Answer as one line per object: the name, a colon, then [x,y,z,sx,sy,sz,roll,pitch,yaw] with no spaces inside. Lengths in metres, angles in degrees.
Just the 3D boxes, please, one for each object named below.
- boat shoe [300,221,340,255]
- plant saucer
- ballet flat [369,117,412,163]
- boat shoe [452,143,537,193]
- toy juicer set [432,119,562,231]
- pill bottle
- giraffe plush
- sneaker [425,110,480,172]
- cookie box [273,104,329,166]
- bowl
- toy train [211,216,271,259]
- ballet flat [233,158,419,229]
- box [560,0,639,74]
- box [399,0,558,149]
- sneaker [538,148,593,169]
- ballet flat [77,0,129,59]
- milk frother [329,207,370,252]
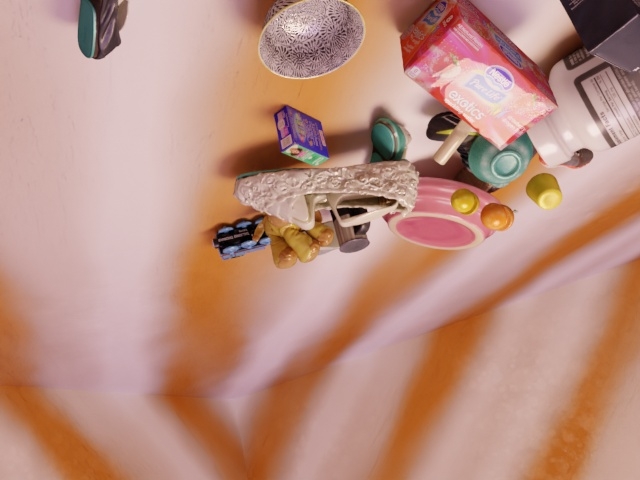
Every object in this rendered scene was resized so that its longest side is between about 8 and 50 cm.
boat shoe: [0.000,0.001,1.714,0.228,0.079,0.081,-13,166,8]
plant saucer: [0.309,-0.057,1.573,0.333,0.084,0.332,12,162,4]
ballet flat: [0.158,-0.209,1.337,0.087,0.083,0.247,-34,161,-15]
boat shoe: [0.444,-0.170,1.540,0.092,0.102,0.285,8,143,-32]
toy juicer set: [0.350,-0.158,1.265,0.209,0.089,0.329,-34,117,20]
pill bottle: [0.591,-0.306,1.181,0.363,0.210,0.210,-28,153,30]
giraffe plush: [-0.084,-0.062,1.424,0.181,0.210,0.170,-40,146,-20]
sneaker: [0.351,-0.207,1.336,0.300,0.111,0.121,4,115,-33]
cookie box: [-0.037,-0.207,1.193,0.040,0.091,0.107,-27,153,33]
bowl: [-0.021,-0.337,0.926,0.170,0.080,0.170,-12,156,-5]
toy train: [-0.193,-0.006,1.580,0.184,0.080,0.105,-15,166,-5]
ballet flat: [0.013,-0.092,1.277,0.409,0.146,0.147,-6,157,2]
box: [0.500,-0.386,1.014,0.156,0.158,0.093,4,150,-38]
box: [0.270,-0.291,1.029,0.257,0.122,0.128,30,130,-27]
sneaker: [0.663,-0.229,1.585,0.158,0.061,0.064,-8,150,-14]
ballet flat: [-0.291,-0.335,0.806,0.074,0.074,0.203,-4,148,-23]
milk frother: [0.048,-0.049,1.540,0.143,0.134,0.129,-9,155,-13]
